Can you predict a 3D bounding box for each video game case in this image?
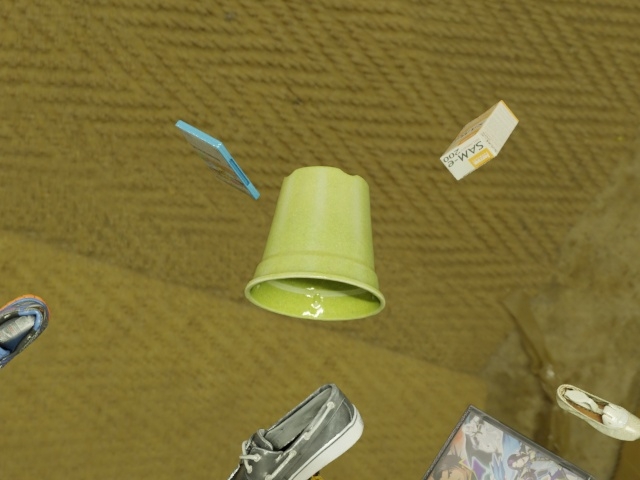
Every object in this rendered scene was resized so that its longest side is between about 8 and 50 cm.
[{"bbox_3d":[-0.185,-0.145,1.693,0.015,0.119,0.166,-51,144,-13],"label":"video game case"},{"bbox_3d":[0.249,0.421,1.423,0.035,0.248,0.275,40,81,-40],"label":"video game case"}]

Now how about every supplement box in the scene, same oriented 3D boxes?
[{"bbox_3d":[0.189,-0.120,1.104,0.036,0.098,0.062,49,130,-8],"label":"supplement box"}]

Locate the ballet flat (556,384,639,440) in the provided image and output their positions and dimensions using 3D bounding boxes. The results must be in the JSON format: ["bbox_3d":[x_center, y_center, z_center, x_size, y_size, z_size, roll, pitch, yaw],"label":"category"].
[{"bbox_3d":[0.494,0.305,1.658,0.057,0.168,0.052,-56,145,-20],"label":"ballet flat"}]

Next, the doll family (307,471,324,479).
[{"bbox_3d":[-0.057,0.530,2.107,0.193,0.076,0.111,25,129,-3],"label":"doll family"}]

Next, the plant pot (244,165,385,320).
[{"bbox_3d":[0.000,0.000,1.863,0.276,0.276,0.254,14,68,-21],"label":"plant pot"}]

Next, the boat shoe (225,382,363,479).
[{"bbox_3d":[-0.076,0.330,1.400,0.301,0.108,0.102,-37,117,-5],"label":"boat shoe"}]

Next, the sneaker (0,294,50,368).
[{"bbox_3d":[-0.484,0.158,1.341,0.221,0.087,0.083,-46,103,-17],"label":"sneaker"}]
